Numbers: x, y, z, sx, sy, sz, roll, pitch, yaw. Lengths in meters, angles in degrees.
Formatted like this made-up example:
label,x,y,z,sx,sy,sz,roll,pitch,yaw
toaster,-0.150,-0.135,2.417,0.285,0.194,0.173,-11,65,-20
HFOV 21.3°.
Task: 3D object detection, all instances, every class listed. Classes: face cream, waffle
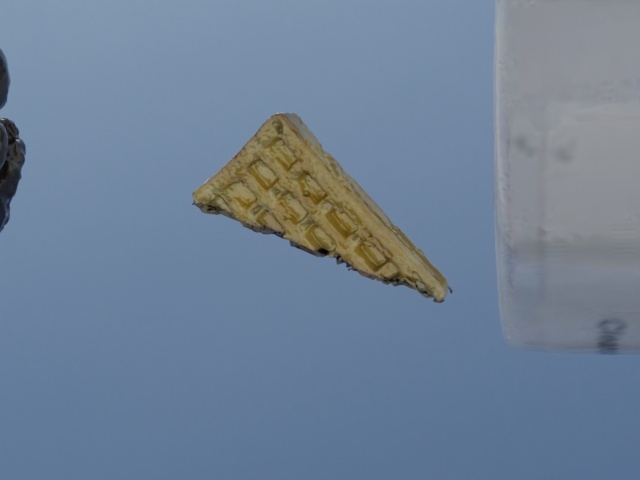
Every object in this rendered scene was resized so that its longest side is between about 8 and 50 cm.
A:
label,x,y,z,sx,sy,sz,roll,pitch,yaw
face cream,0.234,-0.036,0.454,0.369,0.145,0.145,1,-114,11
waffle,0.000,0.000,1.030,0.153,0.097,0.023,47,-143,0

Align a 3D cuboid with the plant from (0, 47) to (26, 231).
label,x,y,z,sx,sy,sz,roll,pitch,yaw
plant,-0.288,-0.073,1.239,0.146,0.274,0.149,5,-122,-11
